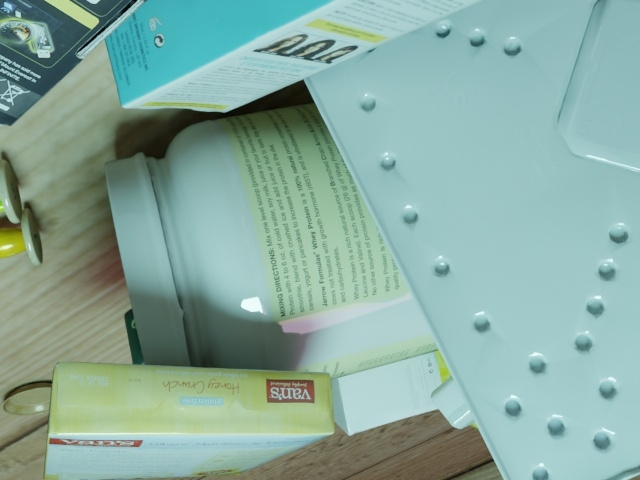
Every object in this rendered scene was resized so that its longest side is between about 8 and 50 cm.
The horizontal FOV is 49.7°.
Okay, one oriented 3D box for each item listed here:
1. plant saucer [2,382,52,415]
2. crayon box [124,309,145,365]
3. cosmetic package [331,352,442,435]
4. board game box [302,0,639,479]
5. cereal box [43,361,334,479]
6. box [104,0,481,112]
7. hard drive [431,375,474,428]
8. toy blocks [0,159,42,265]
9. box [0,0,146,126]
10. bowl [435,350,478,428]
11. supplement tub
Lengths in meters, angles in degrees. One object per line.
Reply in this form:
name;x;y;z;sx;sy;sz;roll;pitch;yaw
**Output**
plant saucer;-0.379;0.209;0.919;0.083;0.015;0.083;-16;149;-10
crayon box;-0.055;0.109;0.889;0.203;0.083;0.323;-36;147;25
cosmetic package;0.036;0.136;0.732;0.099;0.060;0.239;-15;-177;-14
board game box;0.214;-0.091;0.439;0.390;0.390;0.050;-27;170;7
cereal box;-0.111;0.142;0.511;0.173;0.047;0.240;6;154;-21
box;-0.005;-0.139;0.390;0.244;0.060;0.100;-15;179;34
hard drive;0.245;0.044;0.593;0.307;0.040;0.203;-43;158;14
toy blocks;-0.322;-0.007;0.573;0.148;0.054;0.123;-12;149;-13
box;-0.192;-0.237;0.241;0.318;0.097;0.395;-32;145;23
bowl;0.169;0.070;0.857;0.156;0.289;0.289;15;164;30
supplement tub;0.000;0.000;0.597;0.325;0.235;0.235;-12;148;-14
